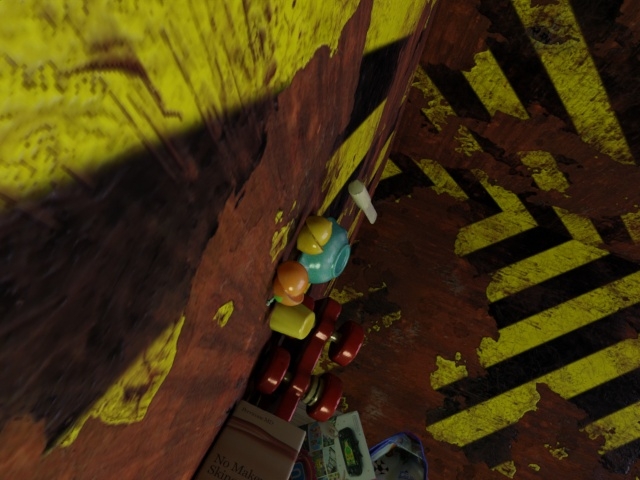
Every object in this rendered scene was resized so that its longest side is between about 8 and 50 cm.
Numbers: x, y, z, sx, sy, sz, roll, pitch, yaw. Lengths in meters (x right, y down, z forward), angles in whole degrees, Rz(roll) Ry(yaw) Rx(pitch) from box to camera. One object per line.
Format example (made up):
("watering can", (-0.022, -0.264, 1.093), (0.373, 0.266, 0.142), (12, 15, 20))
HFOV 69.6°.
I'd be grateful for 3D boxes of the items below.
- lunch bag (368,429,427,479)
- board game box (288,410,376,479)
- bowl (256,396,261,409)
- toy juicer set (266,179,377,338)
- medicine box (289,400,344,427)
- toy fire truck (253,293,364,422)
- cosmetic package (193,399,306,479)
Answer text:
("lunch bag", (0.121, 0.707, 1.198), (0.385, 0.238, 0.328), (-53, 166, -35))
("board game box", (-0.036, 0.534, 1.023), (0.098, 0.303, 0.224), (101, -25, -64))
("bowl", (-0.109, 0.417, 1.214), (0.170, 0.080, 0.170), (-62, -178, 3))
("toy juicer set", (0.000, 0.000, 0.828), (0.329, 0.089, 0.209), (-55, 156, -26))
("medicine box", (-0.079, 0.574, 1.305), (0.289, 0.263, 0.149), (-44, 156, -74))
("toy fire truck", (-0.050, 0.268, 1.056), (0.302, 0.169, 0.254), (-64, -168, -21))
("cosmetic package", (-0.150, 0.451, 0.793), (0.296, 0.153, 0.129), (-60, 172, -57))
